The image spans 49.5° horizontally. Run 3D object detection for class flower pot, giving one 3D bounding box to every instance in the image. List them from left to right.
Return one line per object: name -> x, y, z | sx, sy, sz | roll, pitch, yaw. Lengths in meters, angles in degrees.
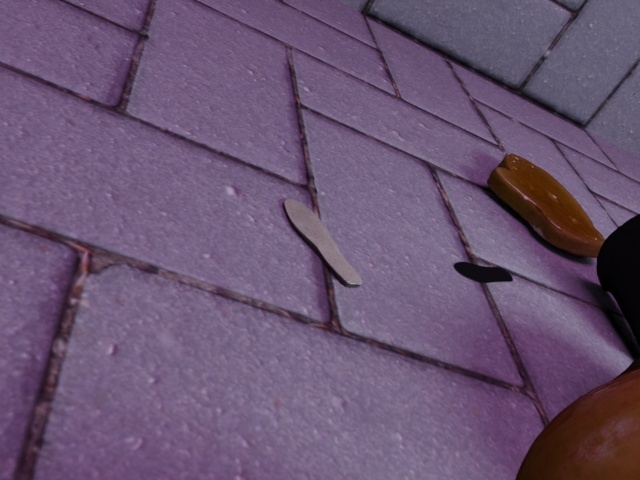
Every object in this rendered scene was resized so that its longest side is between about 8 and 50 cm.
flower pot -> 0.737, 0.123, 1.316 | 0.379, 0.379, 0.251 | 28, 47, -10

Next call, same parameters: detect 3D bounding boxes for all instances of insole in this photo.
insole -> 0.000, 0.000, 1.051 | 0.063, 0.010, 0.192 | -3, 44, -46
insole -> 0.297, 0.058, 1.259 | 0.153, 0.002, 0.053 | 4, 40, -40

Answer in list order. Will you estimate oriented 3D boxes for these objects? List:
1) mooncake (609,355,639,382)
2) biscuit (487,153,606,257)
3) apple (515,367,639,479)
mooncake -> 0.622, 0.308, 0.948 | 0.467, 0.262, 0.467 | 25, 28, -14
biscuit -> 0.510, -0.089, 1.630 | 0.288, 0.057, 0.343 | 16, 34, -28
apple -> 0.296, 0.226, 0.511 | 0.299, 0.275, 0.299 | 25, 27, -14
